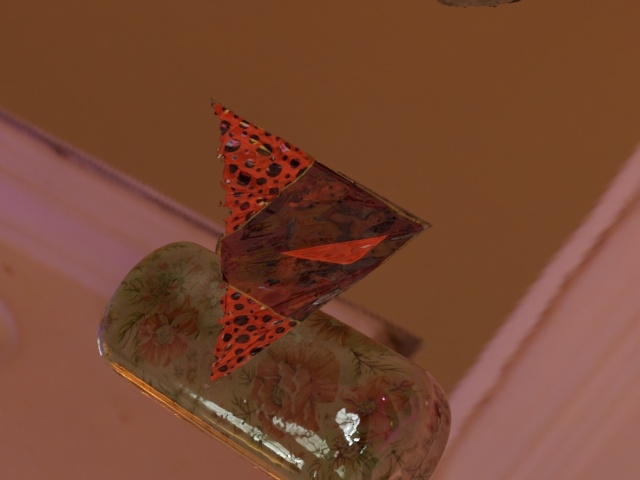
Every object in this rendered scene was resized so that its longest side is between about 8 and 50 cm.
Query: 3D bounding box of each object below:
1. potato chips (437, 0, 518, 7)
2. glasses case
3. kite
[{"bbox_3d":[0.119,-0.263,1.360,0.228,0.059,0.167,9,-70,-28],"label":"potato chips"},{"bbox_3d":[-0.054,0.125,1.627,0.156,0.425,0.098,-53,-43,-10],"label":"glasses case"},{"bbox_3d":[0.000,0.001,0.917,0.125,0.008,0.222,-10,-42,-13],"label":"kite"}]
